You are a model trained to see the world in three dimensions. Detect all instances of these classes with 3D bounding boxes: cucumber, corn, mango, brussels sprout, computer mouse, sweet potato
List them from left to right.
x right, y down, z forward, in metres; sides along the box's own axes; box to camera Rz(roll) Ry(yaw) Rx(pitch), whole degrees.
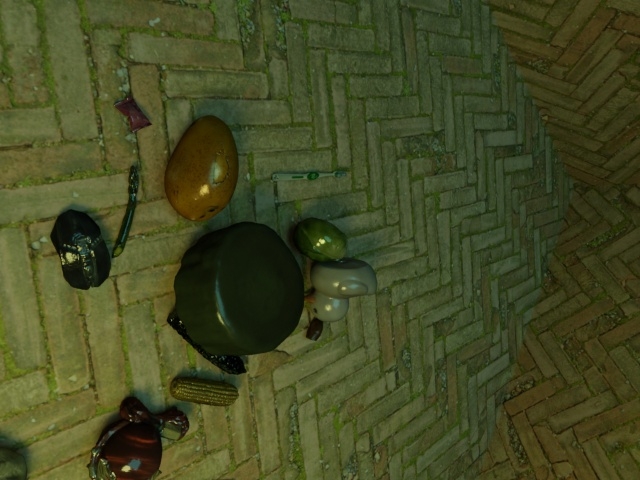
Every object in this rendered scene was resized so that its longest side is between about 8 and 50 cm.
[{"bbox_3d":[-0.552,0.021,1.000,0.105,0.062,0.193,-17,101,-37],"label":"computer mouse"},{"bbox_3d":[-0.301,-0.195,1.126,0.159,0.190,0.291,18,75,-46],"label":"mango"},{"bbox_3d":[-0.320,0.423,1.202,0.207,0.068,0.068,23,77,-36],"label":"corn"},{"bbox_3d":[-0.308,0.293,1.204,0.072,0.072,0.300,-51,120,-26],"label":"cucumber"},{"bbox_3d":[-0.011,0.291,1.466,0.049,0.049,0.117,48,53,-30],"label":"sweet potato"},{"bbox_3d":[-0.001,0.000,1.380,0.183,0.145,0.132,28,93,7],"label":"brussels sprout"}]

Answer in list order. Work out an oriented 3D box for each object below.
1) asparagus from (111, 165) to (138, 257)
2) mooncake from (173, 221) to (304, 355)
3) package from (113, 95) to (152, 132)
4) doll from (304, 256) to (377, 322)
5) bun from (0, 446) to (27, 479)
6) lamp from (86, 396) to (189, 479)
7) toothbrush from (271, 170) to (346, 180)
[{"bbox_3d":[-0.482,-0.070,1.077,0.034,0.027,0.236,16,81,-49],"label":"asparagus"},{"bbox_3d":[-0.212,0.132,1.167,0.356,0.194,0.357,20,65,-51],"label":"mooncake"},{"bbox_3d":[-0.470,-0.315,1.079,0.059,0.029,0.083,-41,107,-35],"label":"package"},{"bbox_3d":[0.065,0.169,1.435,0.250,0.221,0.222,-3,94,-13],"label":"doll"},{"bbox_3d":[-0.708,0.524,0.847,0.230,0.133,0.232,-3,95,-37],"label":"bun"},{"bbox_3d":[-0.440,0.510,1.053,0.215,0.150,0.224,42,64,-37],"label":"lamp"},{"bbox_3d":[-0.035,-0.216,1.443,0.303,0.030,0.030,-9,97,-36],"label":"toothbrush"}]
